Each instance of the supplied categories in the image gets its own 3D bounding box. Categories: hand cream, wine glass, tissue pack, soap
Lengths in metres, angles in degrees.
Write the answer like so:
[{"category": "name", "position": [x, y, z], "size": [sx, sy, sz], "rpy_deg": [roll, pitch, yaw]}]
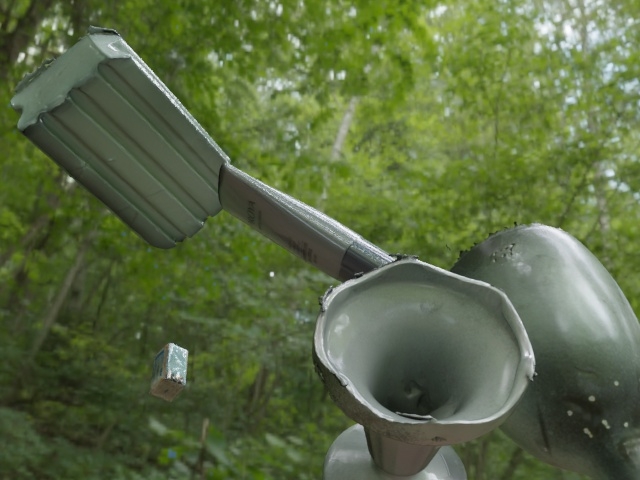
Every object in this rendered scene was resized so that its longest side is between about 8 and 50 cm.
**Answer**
[{"category": "hand cream", "position": [0.000, 0.000, 0.818], "size": [0.255, 0.048, 0.079], "rpy_deg": [29, -36, 15]}, {"category": "wine glass", "position": [0.072, 0.135, 0.644], "size": [0.165, 0.165, 0.196], "rpy_deg": [0, -49, -1]}, {"category": "wine glass", "position": [0.243, 0.146, 0.760], "size": [0.190, 0.357, 0.190], "rpy_deg": [-11, -49, -13]}, {"category": "tissue pack", "position": [-0.311, 0.270, 1.670], "size": [0.059, 0.094, 0.074], "rpy_deg": [26, -51, -26]}, {"category": "soap", "position": [-0.223, -0.115, 0.965], "size": [0.150, 0.094, 0.261], "rpy_deg": [-41, -47, 0]}]
